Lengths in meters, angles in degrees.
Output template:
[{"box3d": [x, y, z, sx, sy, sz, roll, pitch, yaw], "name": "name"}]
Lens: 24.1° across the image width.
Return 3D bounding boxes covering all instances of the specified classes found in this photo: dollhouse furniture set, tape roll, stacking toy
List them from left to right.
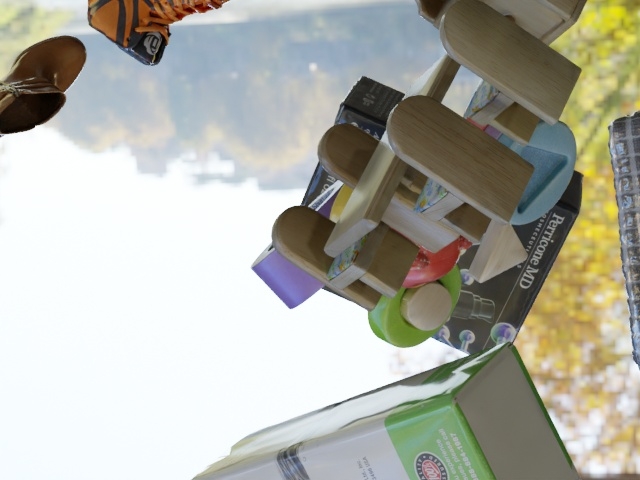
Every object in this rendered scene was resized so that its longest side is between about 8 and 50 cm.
[{"box3d": [0.000, 0.000, 2.000, 0.189, 0.080, 0.189, -44, -175, 5], "name": "tape roll"}, {"box3d": [0.051, -0.109, 0.984, 0.161, 0.242, 0.212, 32, 155, -9], "name": "dollhouse furniture set"}, {"box3d": [0.179, 0.003, 1.729, 0.309, 0.279, 0.130, -33, -136, -24], "name": "stacking toy"}]

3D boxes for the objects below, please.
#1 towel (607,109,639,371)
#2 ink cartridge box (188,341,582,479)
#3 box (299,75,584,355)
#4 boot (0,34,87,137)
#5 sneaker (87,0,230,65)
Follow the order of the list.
[{"box3d": [0.398, -0.007, 1.405, 0.235, 0.284, 0.121, -9, 177, 42], "name": "towel"}, {"box3d": [0.060, 0.219, 1.160, 0.273, 0.198, 0.115, -23, -173, 36], "name": "ink cartridge box"}, {"box3d": [0.173, -0.033, 2.367, 0.395, 0.293, 0.212, 24, -158, 2], "name": "box"}, {"box3d": [-0.324, -0.172, 1.732, 0.197, 0.073, 0.152, -42, -157, -22], "name": "boot"}, {"box3d": [-0.212, -0.352, 2.296, 0.321, 0.180, 0.124, 5, 167, 24], "name": "sneaker"}]
